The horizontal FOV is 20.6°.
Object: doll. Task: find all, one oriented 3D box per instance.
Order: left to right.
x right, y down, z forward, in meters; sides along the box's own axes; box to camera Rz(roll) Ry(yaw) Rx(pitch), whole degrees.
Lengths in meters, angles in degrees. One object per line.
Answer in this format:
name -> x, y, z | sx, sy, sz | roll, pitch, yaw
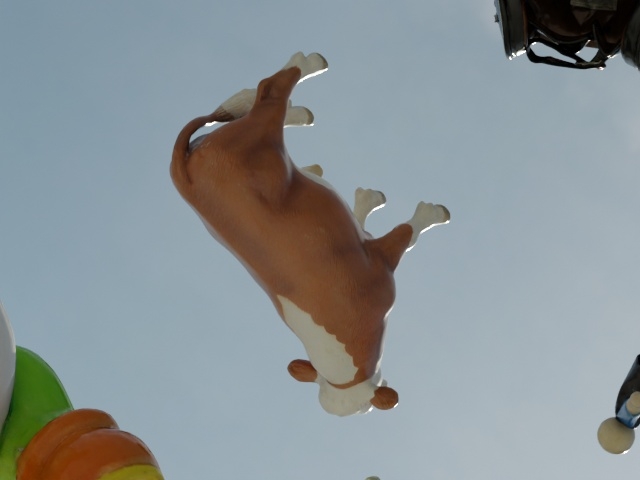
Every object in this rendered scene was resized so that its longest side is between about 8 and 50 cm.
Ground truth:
doll -> 0.319, 0.130, 1.687 | 0.046, 0.129, 0.189 | 32, -63, 6

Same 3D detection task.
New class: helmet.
helmet -> 0.212, -0.221, 1.380 | 0.169, 0.169, 0.161 | 16, -66, 34

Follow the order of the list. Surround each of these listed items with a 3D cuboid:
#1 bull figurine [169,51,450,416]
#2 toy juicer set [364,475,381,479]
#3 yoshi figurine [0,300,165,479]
bull figurine -> 0.000, 0.000, 1.448 | 0.101, 0.188, 0.310 | -5, -48, 44
toy juicer set -> 0.057, 0.347, 1.315 | 0.209, 0.089, 0.329 | -32, -90, 27
yoshi figurine -> -0.251, 0.079, 0.878 | 0.362, 0.203, 0.203 | 41, -12, 31
